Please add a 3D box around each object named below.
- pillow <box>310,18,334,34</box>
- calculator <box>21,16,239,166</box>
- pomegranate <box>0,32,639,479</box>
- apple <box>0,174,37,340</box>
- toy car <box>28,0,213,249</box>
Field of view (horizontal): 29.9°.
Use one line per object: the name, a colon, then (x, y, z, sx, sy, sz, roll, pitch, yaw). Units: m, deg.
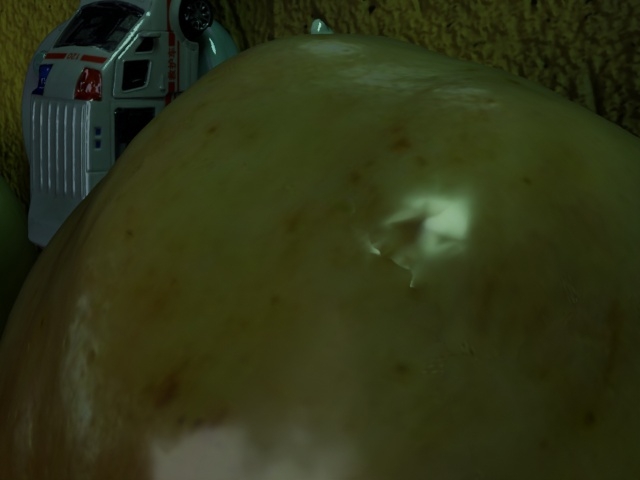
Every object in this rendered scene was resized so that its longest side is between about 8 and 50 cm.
pillow: (0.001, 0.000, 0.773, 0.144, 0.078, 0.254, 35, 119, 7)
calculator: (-0.132, -0.085, 0.903, 0.299, 0.041, 0.185, 8, 101, 41)
pomegranate: (0.046, 0.097, 0.570, 0.412, 0.411, 0.411, 7, 100, 41)
apple: (-0.376, 0.042, 0.980, 0.292, 0.292, 0.254, -2, 118, 42)
toy car: (-0.141, -0.090, 0.809, 0.089, 0.108, 0.209, 12, 103, 39)
